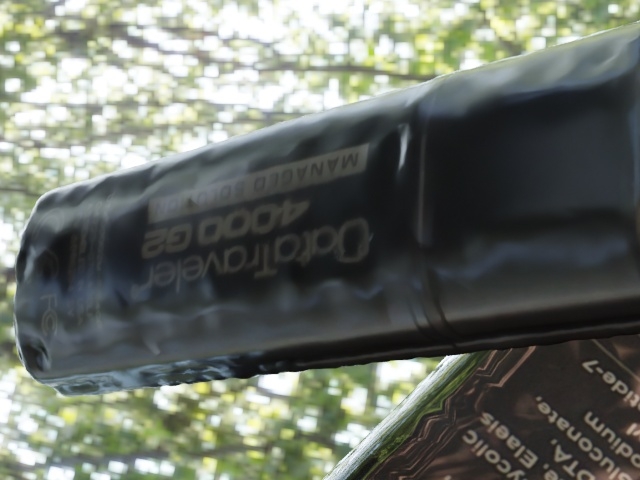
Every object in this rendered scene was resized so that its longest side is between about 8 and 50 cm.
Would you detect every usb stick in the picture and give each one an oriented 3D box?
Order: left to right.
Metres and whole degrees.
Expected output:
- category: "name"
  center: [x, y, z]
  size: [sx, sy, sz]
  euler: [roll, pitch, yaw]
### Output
- category: "usb stick"
  center: [0.000, 0.000, 0.463]
  size: [0.045, 0.278, 0.077]
  euler: [14, -107, -41]

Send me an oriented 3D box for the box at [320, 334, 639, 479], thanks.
- category: "box"
  center: [0.038, 0.274, 0.676]
  size: [0.297, 0.480, 0.472]
  euler: [43, -132, 7]
